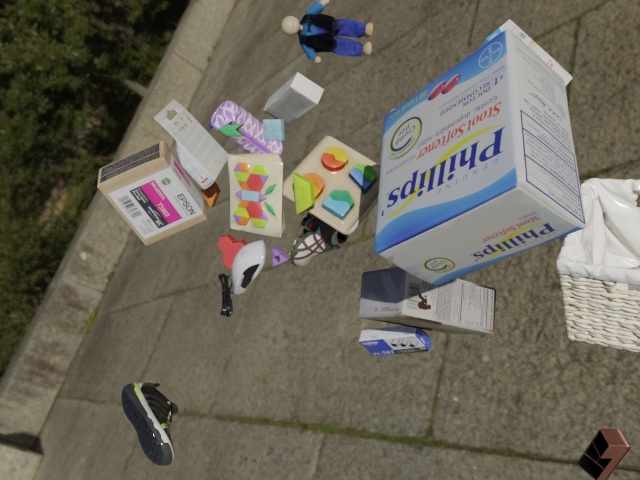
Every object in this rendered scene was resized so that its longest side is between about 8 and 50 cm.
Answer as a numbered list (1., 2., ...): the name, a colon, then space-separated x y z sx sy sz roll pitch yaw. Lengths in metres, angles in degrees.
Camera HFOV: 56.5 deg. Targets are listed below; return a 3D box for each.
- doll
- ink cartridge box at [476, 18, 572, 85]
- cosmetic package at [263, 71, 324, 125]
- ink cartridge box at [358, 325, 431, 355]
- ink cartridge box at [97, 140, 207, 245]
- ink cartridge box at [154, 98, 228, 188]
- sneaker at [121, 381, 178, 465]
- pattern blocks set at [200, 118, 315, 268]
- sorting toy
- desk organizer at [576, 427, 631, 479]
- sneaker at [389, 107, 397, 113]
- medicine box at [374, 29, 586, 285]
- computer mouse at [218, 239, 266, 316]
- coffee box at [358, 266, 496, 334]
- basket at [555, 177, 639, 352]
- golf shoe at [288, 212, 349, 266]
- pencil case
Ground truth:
1. doll: 0.011 -0.418 1.187 0.046 0.188 0.129 -154 66 -66
2. ink cartridge box: 0.417 -0.358 1.231 0.104 0.181 0.061 -42 -6 -31
3. cosmetic package: -0.088 -0.433 1.841 0.239 0.098 0.061 -12 54 64
4. ink cartridge box: 0.234 0.315 1.875 0.207 0.097 0.046 -14 44 37
5. ink cartridge box: -0.438 -0.120 1.573 0.193 0.235 0.088 -23 42 7
6. ink cartridge box: -0.288 -0.212 1.305 0.045 0.179 0.145 -38 19 23
7. sneaker: -0.337 0.365 1.245 0.234 0.097 0.084 40 125 44
8. pattern blocks set: -0.143 -0.099 1.303 0.285 0.325 0.026 -6 11 29
9. sorting toy: 0.036 -0.131 1.314 0.193 0.208 0.038 -50 -21 -23
10. desk organizer: 0.601 0.458 1.268 0.047 0.050 0.130 -98 15 -53
11. sneaker: 0.275 -0.344 1.701 0.115 0.232 0.090 24 100 35
12. medicine box: 0.230 -0.115 0.909 0.263 0.149 0.289 -30 42 44
13. computer mouse: -0.158 0.062 1.143 0.193 0.042 0.106 -53 31 42
14. coffee box: 0.263 0.151 1.446 0.168 0.297 0.119 -14 66 56
15. basket: 0.744 0.057 1.360 0.328 0.266 0.331 8 46 32
16. golf shoe: 0.000 0.000 1.507 0.105 0.120 0.273 -57 -4 -37
17. pencil case: -0.182 -0.270 1.507 0.086 0.206 0.088 -53 49 6
